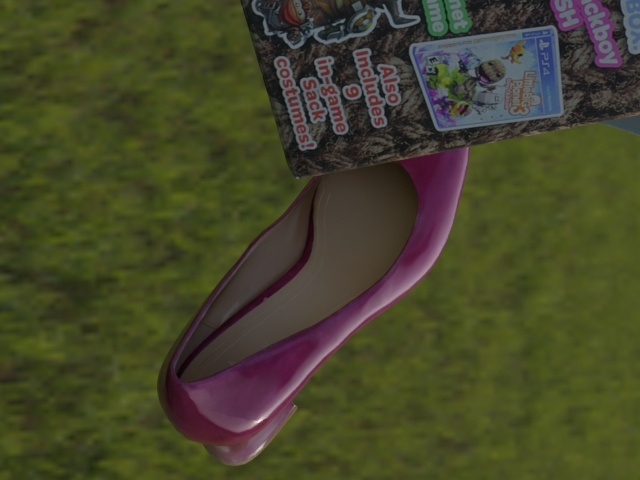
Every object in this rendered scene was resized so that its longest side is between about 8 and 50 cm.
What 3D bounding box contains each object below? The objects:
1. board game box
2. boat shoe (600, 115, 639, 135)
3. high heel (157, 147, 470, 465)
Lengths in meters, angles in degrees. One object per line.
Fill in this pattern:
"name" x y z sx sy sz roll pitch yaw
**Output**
"board game box" 0.121 -0.162 0.885 0.232 0.291 0.141 -74 151 -62
"boat shoe" 0.191 -0.121 1.334 0.083 0.183 0.065 -62 172 -61
"high heel" 0.000 0.000 0.975 0.244 0.082 0.117 -51 161 -13
